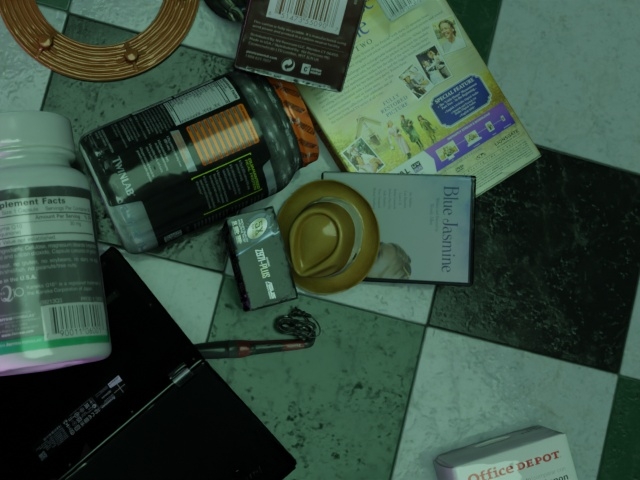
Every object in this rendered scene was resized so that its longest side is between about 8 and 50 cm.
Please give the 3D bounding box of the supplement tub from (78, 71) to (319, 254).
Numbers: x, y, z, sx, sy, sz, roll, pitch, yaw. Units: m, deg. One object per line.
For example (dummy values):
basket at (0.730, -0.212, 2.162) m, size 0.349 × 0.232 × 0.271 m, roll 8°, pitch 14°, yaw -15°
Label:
supplement tub at (-0.187, -0.133, 1.718) m, size 0.338 × 0.207 × 0.207 m, roll -24°, pitch 90°, yaw -10°

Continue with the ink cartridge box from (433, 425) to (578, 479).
ink cartridge box at (0.326, 0.469, 1.797) m, size 0.207 × 0.117 × 0.283 m, roll -15°, pitch 88°, yaw -10°

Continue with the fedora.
fedora at (0.000, 0.000, 1.766) m, size 0.194 × 0.079 × 0.194 m, roll 4°, pitch 101°, yaw 19°

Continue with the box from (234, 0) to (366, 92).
box at (-0.031, -0.341, 1.678) m, size 0.168 × 0.203 × 0.167 m, roll 13°, pitch 108°, yaw -6°

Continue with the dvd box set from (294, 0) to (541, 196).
dvd box set at (0.135, -0.239, 1.852) m, size 0.307 × 0.062 × 0.420 m, roll -33°, pitch 91°, yaw -10°

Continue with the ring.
ring at (-0.364, -0.428, 1.802) m, size 0.336 × 0.032 × 0.337 m, roll 1°, pitch 84°, yaw -9°

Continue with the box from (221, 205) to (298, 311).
box at (-0.098, 0.033, 1.732) m, size 0.077 × 0.180 × 0.147 m, roll -15°, pitch 87°, yaw -8°

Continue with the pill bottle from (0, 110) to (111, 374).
pill bottle at (-0.427, 0.008, 1.600) m, size 0.204 × 0.204 × 0.361 m, roll -8°, pitch 82°, yaw -10°

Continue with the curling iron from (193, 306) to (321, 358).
curling iron at (-0.135, 0.164, 1.792) m, size 0.274 × 0.035 × 0.068 m, roll -11°, pitch 66°, yaw -5°

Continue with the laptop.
laptop at (-0.327, 0.305, 1.741) m, size 0.382 × 0.236 × 0.408 m, roll -40°, pitch 64°, yaw -6°

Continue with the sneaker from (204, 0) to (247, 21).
sneaker at (-0.047, -0.475, 1.820) m, size 0.330 × 0.147 × 0.130 m, roll -28°, pitch 116°, yaw 6°

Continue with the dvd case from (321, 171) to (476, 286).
dvd case at (0.125, -0.019, 1.788) m, size 0.253 × 0.022 × 0.180 m, roll 2°, pitch 99°, yaw 12°
